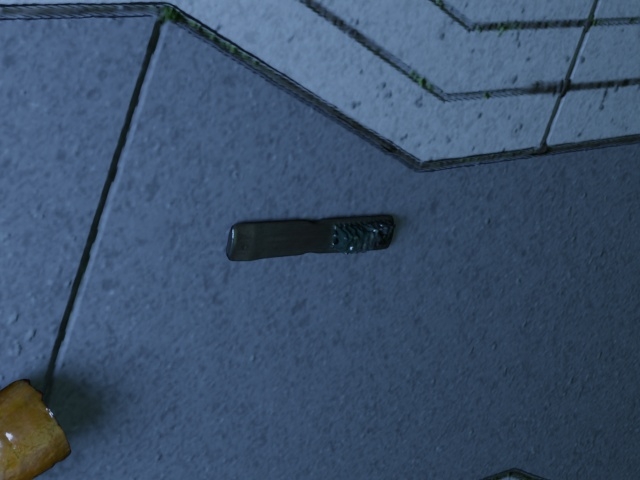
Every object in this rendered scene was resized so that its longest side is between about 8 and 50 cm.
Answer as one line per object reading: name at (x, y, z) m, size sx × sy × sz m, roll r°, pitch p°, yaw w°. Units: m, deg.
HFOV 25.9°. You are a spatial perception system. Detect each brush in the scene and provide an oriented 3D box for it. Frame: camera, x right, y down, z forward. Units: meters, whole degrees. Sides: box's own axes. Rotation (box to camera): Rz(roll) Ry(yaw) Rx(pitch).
brush at (0.000, 0.000, 1.193) m, size 0.190 × 0.027 × 0.034 m, roll -3°, pitch 112°, yaw -43°

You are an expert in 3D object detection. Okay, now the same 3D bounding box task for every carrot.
carrot at (-0.281, 0.180, 0.997) m, size 0.205 × 0.072 × 0.072 m, roll -33°, pitch 132°, yaw -19°
